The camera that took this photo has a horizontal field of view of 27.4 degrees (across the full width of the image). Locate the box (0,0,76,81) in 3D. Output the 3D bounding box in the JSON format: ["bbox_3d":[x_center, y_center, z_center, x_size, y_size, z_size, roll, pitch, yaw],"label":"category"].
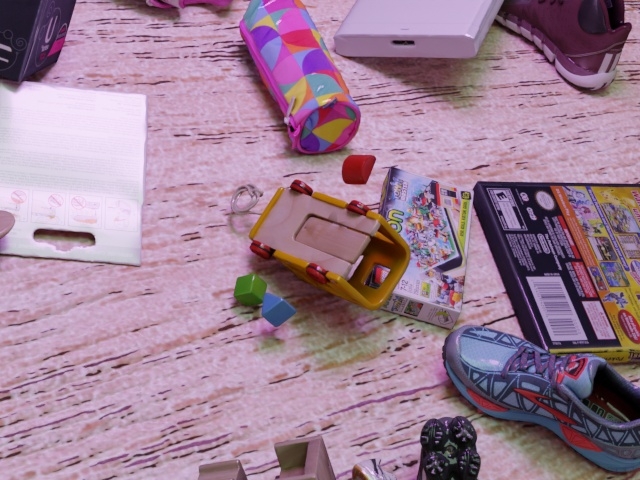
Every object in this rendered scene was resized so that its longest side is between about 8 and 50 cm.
[{"bbox_3d":[-0.441,-0.308,1.563,0.270,0.143,0.165,20,17,0],"label":"box"}]

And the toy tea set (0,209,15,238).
[{"bbox_3d":[-0.440,0.054,1.321,0.336,0.124,0.200,-31,36,-31],"label":"toy tea set"}]

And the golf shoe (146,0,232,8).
[{"bbox_3d":[-0.244,-0.376,1.754,0.306,0.115,0.140,-5,55,-22],"label":"golf shoe"}]

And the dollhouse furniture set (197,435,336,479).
[{"bbox_3d":[-0.129,0.357,1.175,0.304,0.198,0.286,-11,24,10],"label":"dollhouse furniture set"}]

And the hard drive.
[{"bbox_3d":[0.166,-0.359,1.873,0.203,0.040,0.307,5,42,24],"label":"hard drive"}]

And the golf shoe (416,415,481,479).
[{"bbox_3d":[0.131,0.280,1.330,0.077,0.094,0.198,6,73,3],"label":"golf shoe"}]

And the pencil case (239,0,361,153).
[{"bbox_3d":[-0.030,-0.219,1.698,0.105,0.104,0.236,-7,51,-25],"label":"pencil case"}]

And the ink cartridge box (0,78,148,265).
[{"bbox_3d":[-0.294,-0.073,1.521,0.181,0.056,0.224,5,67,-16],"label":"ink cartridge box"}]

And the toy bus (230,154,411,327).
[{"bbox_3d":[0.005,0.008,1.501,0.104,0.191,0.202,44,30,-43],"label":"toy bus"}]

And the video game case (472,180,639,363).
[{"bbox_3d":[0.342,0.036,1.645,0.248,0.035,0.274,0,49,-19],"label":"video game case"}]

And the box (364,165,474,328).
[{"bbox_3d":[0.121,0.006,1.592,0.114,0.036,0.207,16,47,-5],"label":"box"}]

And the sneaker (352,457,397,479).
[{"bbox_3d":[0.069,0.258,1.353,0.037,0.032,0.083,-20,60,-32],"label":"sneaker"}]

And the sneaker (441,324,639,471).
[{"bbox_3d":[0.264,0.150,1.445,0.262,0.125,0.104,25,56,3],"label":"sneaker"}]

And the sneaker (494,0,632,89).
[{"bbox_3d":[0.347,-0.362,1.911,0.281,0.162,0.106,43,50,19],"label":"sneaker"}]
